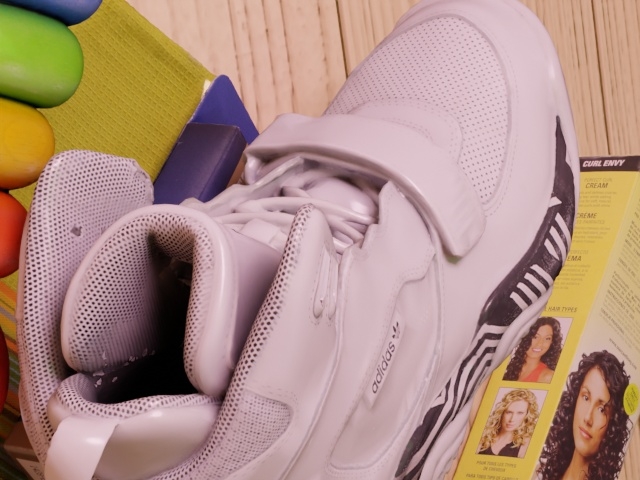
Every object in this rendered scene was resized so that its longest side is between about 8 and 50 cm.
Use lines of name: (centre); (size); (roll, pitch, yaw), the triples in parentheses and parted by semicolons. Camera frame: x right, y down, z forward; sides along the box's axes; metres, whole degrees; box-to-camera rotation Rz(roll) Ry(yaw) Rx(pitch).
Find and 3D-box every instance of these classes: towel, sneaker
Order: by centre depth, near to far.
sneaker: (0.000, 0.000, 0.802); (0.365, 0.137, 0.210); (-63, 152, -24)
towel: (-0.115, 0.003, 0.870); (0.102, 0.021, 0.237); (40, 61, -43)

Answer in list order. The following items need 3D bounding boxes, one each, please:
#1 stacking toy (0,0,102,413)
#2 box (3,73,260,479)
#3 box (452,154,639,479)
stacking toy: (-0.152, -0.069, 0.762); (0.141, 0.141, 0.330); (12, 89, -49)
box: (-0.056, 0.044, 0.906); (0.225, 0.037, 0.136); (-65, 144, -31)
box: (0.159, 0.065, 1.161); (0.087, 0.058, 0.232); (44, 58, -40)
